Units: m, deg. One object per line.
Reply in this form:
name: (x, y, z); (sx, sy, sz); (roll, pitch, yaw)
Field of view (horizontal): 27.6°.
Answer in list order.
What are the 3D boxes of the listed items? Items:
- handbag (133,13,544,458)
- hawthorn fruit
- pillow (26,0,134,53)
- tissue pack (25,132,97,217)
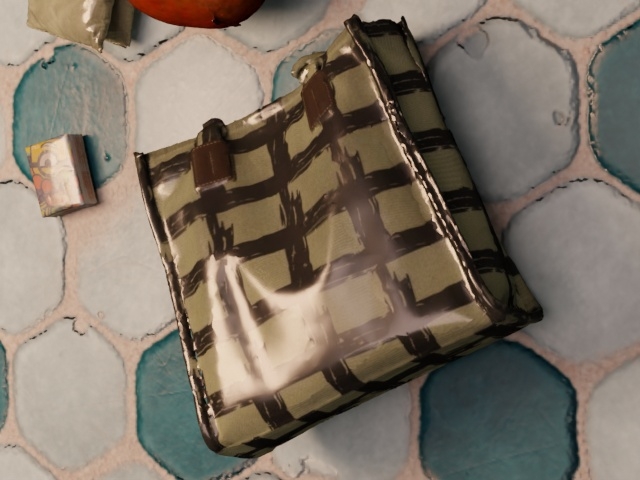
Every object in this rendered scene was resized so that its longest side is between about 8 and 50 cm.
handbag: (0.000, 0.000, 1.250); (0.325, 0.162, 0.327); (-28, 74, 22)
hawthorn fruit: (-0.137, -0.294, 1.301); (0.202, 0.185, 0.185); (-11, 86, 47)
pillow: (-0.253, -0.299, 1.406); (0.134, 0.078, 0.181); (15, 101, 27)
tissue pack: (-0.288, -0.072, 1.451); (0.063, 0.035, 0.083); (-15, 87, 25)
